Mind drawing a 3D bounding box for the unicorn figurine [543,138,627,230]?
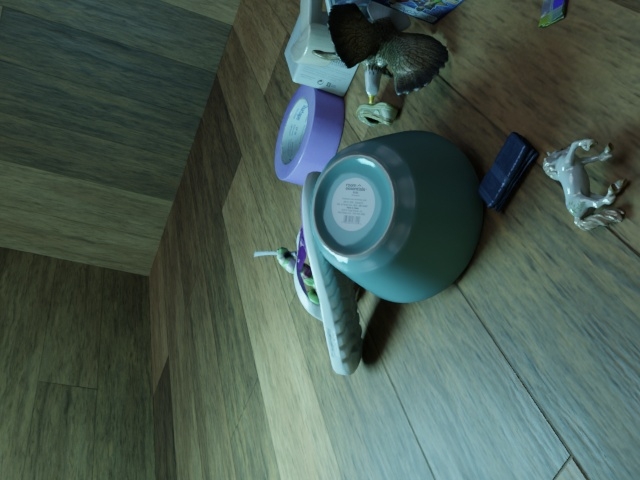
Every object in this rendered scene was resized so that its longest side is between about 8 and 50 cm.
[{"bbox_3d":[0.347,-0.088,0.970,0.111,0.060,0.161,-39,42,56],"label":"unicorn figurine"}]

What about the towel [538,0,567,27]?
[{"bbox_3d":[0.372,-0.385,1.153,0.060,0.010,0.083,-7,71,66],"label":"towel"}]

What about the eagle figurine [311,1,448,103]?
[{"bbox_3d":[0.122,-0.397,1.516,0.225,0.226,0.298,65,177,-6],"label":"eagle figurine"}]

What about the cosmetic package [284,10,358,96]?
[{"bbox_3d":[0.008,-0.504,1.926,0.183,0.151,0.151,-105,35,-52],"label":"cosmetic package"}]

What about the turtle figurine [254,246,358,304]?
[{"bbox_3d":[0.000,0.000,1.591,0.266,0.198,0.274,-59,30,27],"label":"turtle figurine"}]

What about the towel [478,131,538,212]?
[{"bbox_3d":[0.295,-0.109,1.152,0.067,0.029,0.119,-108,37,-53],"label":"towel"}]

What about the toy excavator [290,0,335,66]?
[{"bbox_3d":[0.013,-0.697,1.698,0.445,0.223,0.432,117,146,-47],"label":"toy excavator"}]

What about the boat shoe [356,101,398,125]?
[{"bbox_3d":[0.123,-0.279,1.644,0.153,0.056,0.048,10,82,61],"label":"boat shoe"}]

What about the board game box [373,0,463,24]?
[{"bbox_3d":[0.177,-0.504,1.443,0.136,0.201,0.035,-20,59,64],"label":"board game box"}]

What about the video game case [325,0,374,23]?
[{"bbox_3d":[0.091,-0.568,1.627,0.022,0.173,0.190,-128,19,-57],"label":"video game case"}]

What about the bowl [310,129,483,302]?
[{"bbox_3d":[0.103,-0.049,1.244,0.312,0.163,0.311,-4,83,40],"label":"bowl"}]

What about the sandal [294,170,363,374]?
[{"bbox_3d":[-0.004,0.075,1.418,0.169,0.102,0.415,-40,-58,-68],"label":"sandal"}]

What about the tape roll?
[{"bbox_3d":[-0.034,-0.288,1.986,0.275,0.090,0.274,-166,90,-69],"label":"tape roll"}]
